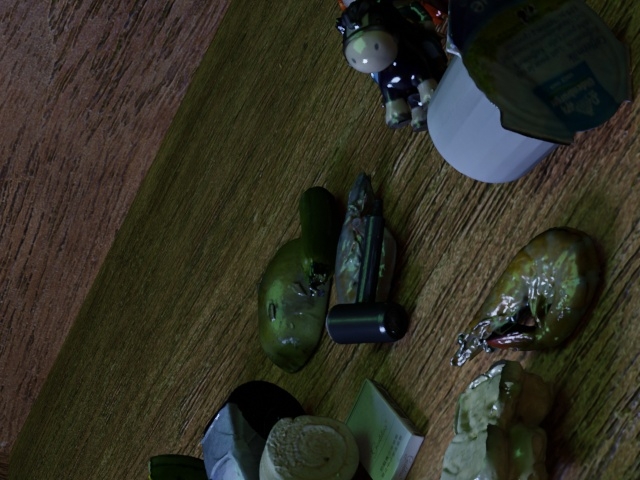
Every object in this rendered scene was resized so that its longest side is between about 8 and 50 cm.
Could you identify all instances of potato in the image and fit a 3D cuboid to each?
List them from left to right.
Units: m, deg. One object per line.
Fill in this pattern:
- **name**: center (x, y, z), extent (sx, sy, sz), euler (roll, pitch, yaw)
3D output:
- **potato**: center (-0.065, 0.111, 2.140), extent (0.160, 0.111, 0.271), euler (-30, 45, 59)

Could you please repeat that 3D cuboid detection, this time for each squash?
- **squash**: center (0.000, -0.001, 2.083), extent (0.087, 0.087, 0.331), euler (-57, 17, 29)

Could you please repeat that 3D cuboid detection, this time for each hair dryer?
- **hair dryer**: center (0.092, 0.048, 1.836), extent (0.128, 0.070, 0.255), euler (-4, 72, 44)

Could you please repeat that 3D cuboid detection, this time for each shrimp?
- **shrimp**: center (0.086, 0.010, 1.954), extent (0.164, 0.062, 0.316), euler (-26, 52, 48)
- **shrimp**: center (0.273, 0.102, 1.477), extent (0.287, 0.063, 0.152), euler (-54, 40, 32)

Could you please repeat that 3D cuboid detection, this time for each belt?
- **belt**: center (-0.098, 0.381, 1.919), extent (0.164, 0.184, 0.289), euler (-48, 37, 33)

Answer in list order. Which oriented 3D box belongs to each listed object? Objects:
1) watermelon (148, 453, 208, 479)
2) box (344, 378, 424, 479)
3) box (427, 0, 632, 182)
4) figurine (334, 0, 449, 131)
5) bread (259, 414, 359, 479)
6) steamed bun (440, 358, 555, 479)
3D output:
- **watermelon**: center (-0.201, 0.530, 1.983), extent (0.331, 0.189, 0.330), euler (162, 90, -78)
- **box**: center (0.095, 0.307, 1.738), extent (0.109, 0.029, 0.198), euler (-66, 25, 10)
- **box**: center (0.244, -0.216, 1.522), extent (0.262, 0.291, 0.206), euler (-35, -12, -31)
- **figurine**: center (0.124, -0.378, 1.852), extent (0.241, 0.306, 0.411), euler (-31, 46, 43)
- **bread**: center (-0.020, 0.357, 1.755), extent (0.141, 0.148, 0.134), euler (106, 173, -61)
- **steamed bun**: center (0.228, 0.261, 1.392), extent (0.192, 0.106, 0.177), euler (124, 165, -52)
